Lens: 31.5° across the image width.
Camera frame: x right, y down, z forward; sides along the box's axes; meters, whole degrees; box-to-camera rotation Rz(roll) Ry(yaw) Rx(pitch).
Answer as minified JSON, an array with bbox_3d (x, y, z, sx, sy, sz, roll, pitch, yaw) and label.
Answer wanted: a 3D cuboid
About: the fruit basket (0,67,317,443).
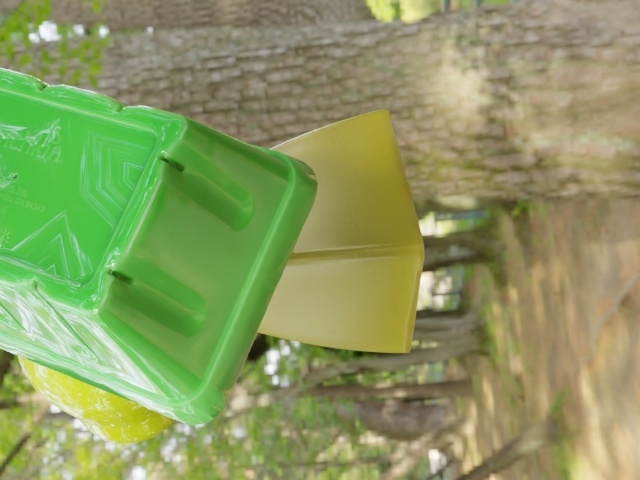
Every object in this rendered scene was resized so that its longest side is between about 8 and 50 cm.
[{"bbox_3d":[-0.196,0.025,1.034,0.392,0.392,0.283,71,-139,-73],"label":"fruit basket"}]

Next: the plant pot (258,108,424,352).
[{"bbox_3d":[0.000,0.000,1.313,0.212,0.187,0.212,93,169,-52],"label":"plant pot"}]
